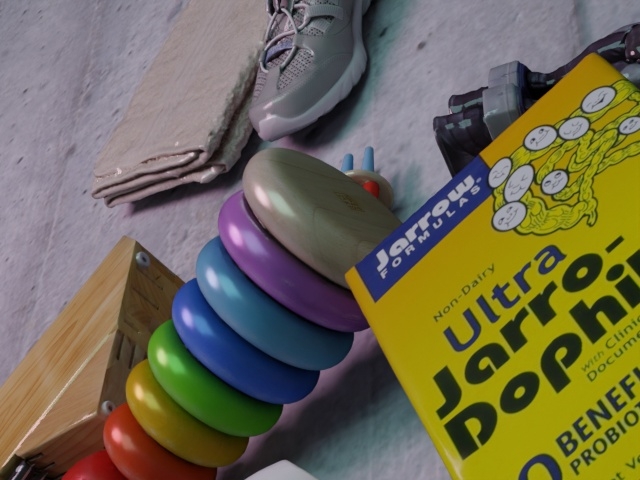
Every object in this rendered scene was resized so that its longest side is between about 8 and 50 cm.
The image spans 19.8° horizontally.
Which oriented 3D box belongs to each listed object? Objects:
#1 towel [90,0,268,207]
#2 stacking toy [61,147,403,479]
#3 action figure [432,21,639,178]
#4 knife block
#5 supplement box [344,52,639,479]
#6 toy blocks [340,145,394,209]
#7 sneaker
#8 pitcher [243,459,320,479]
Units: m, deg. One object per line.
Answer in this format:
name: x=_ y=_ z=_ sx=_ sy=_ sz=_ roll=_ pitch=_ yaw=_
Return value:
towel: x=-0.101 y=-0.153 z=1.712 sx=0.187 sy=0.049 sz=0.282 roll=-12 pitch=42 yaw=45
stacking toy: x=-0.074 y=0.101 z=1.276 sx=0.330 sy=0.141 sz=0.141 roll=-54 pitch=27 yaw=17
action figure: x=0.218 y=-0.120 z=1.226 sx=0.285 sy=0.099 sz=0.185 roll=-25 pitch=28 yaw=26
knife block: x=-0.220 y=0.155 z=1.448 sx=0.242 sy=0.088 sz=0.275 roll=-27 pitch=35 yaw=29
supplement box: x=0.182 y=0.091 z=0.903 sx=0.194 sy=0.195 sz=0.356 roll=-42 pitch=29 yaw=7
toy blocks: x=0.000 y=0.000 z=1.391 sx=0.123 sy=0.054 sz=0.148 roll=-28 pitch=34 yaw=28
sneaker: x=-0.023 y=-0.203 z=1.605 sx=0.105 sy=0.115 sz=0.281 roll=-23 pitch=37 yaw=35
pitcher: x=-0.062 y=0.228 z=1.100 sx=0.178 sy=0.125 sz=0.207 roll=29 pitch=82 yaw=31
